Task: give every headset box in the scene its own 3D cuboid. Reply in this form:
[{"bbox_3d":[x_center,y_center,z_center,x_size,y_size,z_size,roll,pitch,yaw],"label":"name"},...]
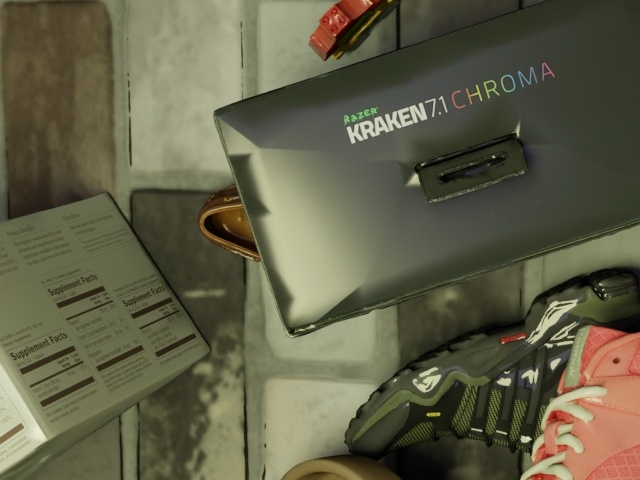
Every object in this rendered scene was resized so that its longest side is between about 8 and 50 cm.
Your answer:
[{"bbox_3d":[0.084,-0.052,1.034,0.246,0.283,0.131,-18,92,3],"label":"headset box"}]

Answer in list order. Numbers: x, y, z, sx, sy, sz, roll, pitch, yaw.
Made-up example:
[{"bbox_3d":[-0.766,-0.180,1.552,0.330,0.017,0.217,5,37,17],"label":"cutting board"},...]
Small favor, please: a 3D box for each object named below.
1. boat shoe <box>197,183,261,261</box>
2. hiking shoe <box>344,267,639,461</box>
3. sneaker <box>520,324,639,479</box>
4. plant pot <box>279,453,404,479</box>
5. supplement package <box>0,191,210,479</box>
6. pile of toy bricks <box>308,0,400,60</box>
[{"bbox_3d":[0.000,0.000,1.214,0.178,0.060,0.064,9,100,17],"label":"boat shoe"},{"bbox_3d":[0.125,0.110,1.172,0.227,0.086,0.114,-28,87,16],"label":"hiking shoe"},{"bbox_3d":[0.171,0.126,1.079,0.314,0.116,0.136,-36,95,-25],"label":"sneaker"},{"bbox_3d":[0.058,0.254,1.179,0.237,0.110,0.237,20,114,57],"label":"plant pot"},{"bbox_3d":[-0.234,0.093,1.198,0.204,0.262,0.145,-34,86,20],"label":"supplement package"},{"bbox_3d":[0.042,-0.222,1.145,0.118,0.105,0.212,47,108,7],"label":"pile of toy bricks"}]
